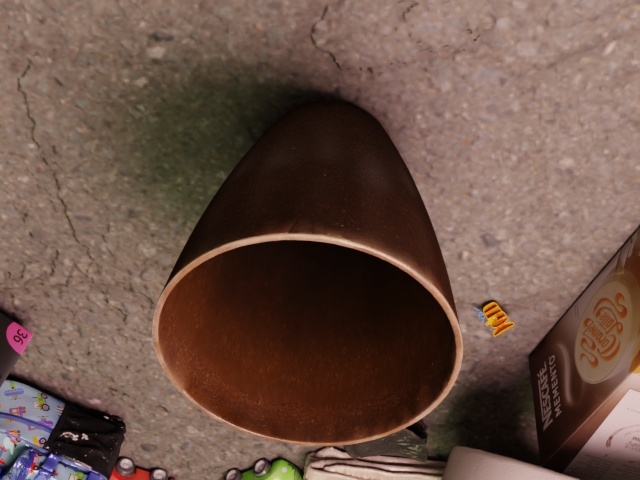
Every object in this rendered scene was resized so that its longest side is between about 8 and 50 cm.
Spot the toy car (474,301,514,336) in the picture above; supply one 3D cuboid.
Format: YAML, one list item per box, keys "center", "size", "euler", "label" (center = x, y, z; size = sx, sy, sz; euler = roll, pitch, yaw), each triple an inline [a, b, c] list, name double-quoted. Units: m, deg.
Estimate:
- center: [0.130, 0.097, 1.028]
  size: [0.122, 0.060, 0.041]
  euler: [-34, 77, 11]
  label: "toy car"

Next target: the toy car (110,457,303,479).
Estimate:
- center: [-0.121, 0.312, 1.219]
  size: [0.225, 0.053, 0.239]
  euler: [-25, 125, 25]
  label: "toy car"

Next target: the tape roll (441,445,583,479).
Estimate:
- center: [0.299, 0.293, 1.000]
  size: [0.391, 0.072, 0.392]
  euler: [20, 168, 4]
  label: "tape roll"

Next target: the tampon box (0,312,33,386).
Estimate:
- center: [-0.386, 0.111, 1.012]
  size: [0.161, 0.120, 0.101]
  euler: [35, 127, -13]
  label: "tampon box"

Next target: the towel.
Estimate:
- center: [0.064, 0.365, 1.211]
  size: [0.187, 0.049, 0.282]
  euler: [7, 115, 2]
  label: "towel"

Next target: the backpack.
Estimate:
- center: [-0.320, 0.235, 1.132]
  size: [0.173, 0.117, 0.158]
  euler: [30, 127, -16]
  label: "backpack"

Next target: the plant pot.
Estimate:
- center: [0.000, 0.000, 0.811]
  size: [0.215, 0.230, 0.215]
  euler: [3, 132, 4]
  label: "plant pot"

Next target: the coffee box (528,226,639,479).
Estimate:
- center: [0.291, 0.095, 0.926]
  size: [0.098, 0.141, 0.247]
  euler: [20, 130, -12]
  label: "coffee box"

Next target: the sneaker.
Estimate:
- center: [0.027, 0.195, 1.101]
  size: [0.170, 0.051, 0.089]
  euler: [-3, 126, 4]
  label: "sneaker"
